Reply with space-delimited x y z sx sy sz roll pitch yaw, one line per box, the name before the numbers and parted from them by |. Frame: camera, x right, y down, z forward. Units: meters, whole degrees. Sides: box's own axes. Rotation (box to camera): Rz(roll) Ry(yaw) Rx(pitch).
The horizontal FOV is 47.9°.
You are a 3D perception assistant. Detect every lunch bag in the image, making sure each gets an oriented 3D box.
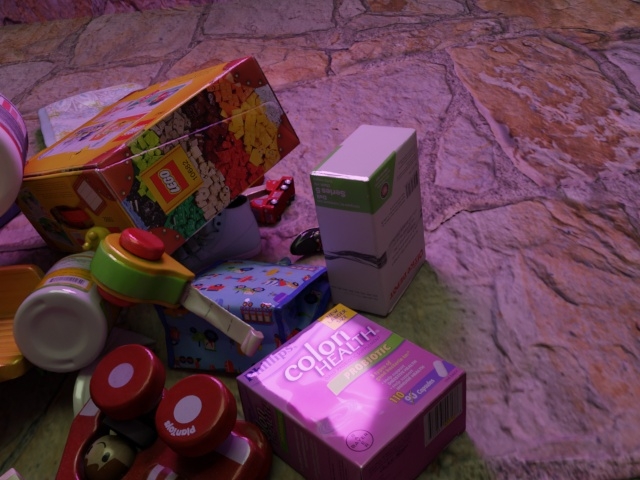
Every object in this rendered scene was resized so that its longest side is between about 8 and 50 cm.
lunch bag | -0.112 0.096 1.255 0.220 0.138 0.293 2 25 19

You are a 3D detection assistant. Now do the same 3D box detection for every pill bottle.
pill bottle | -0.644 -0.170 1.310 0.210 0.210 0.363 -16 25 -13
pill bottle | -0.395 0.101 1.175 0.136 0.136 0.246 -9 17 -2

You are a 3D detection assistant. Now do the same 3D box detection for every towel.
towel | -0.611 -0.329 2.013 0.320 0.090 0.374 -18 35 -15

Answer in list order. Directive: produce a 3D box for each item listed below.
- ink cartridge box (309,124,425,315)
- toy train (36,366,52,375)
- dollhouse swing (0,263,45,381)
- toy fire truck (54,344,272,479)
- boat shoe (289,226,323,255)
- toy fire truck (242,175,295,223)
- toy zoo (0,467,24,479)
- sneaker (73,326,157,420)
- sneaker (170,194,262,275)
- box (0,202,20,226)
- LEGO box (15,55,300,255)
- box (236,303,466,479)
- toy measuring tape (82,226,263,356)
ink cartridge box | 0.093 -0.038 1.269 0.114 0.273 0.198 10 37 28
toy train | -0.439 0.208 1.222 0.083 0.024 0.017 -14 34 -10
dollhouse swing | -0.611 0.049 1.149 0.315 0.305 0.347 -6 10 2
toy fire truck | -0.227 0.299 0.941 0.302 0.169 0.254 15 58 31
boat shoe | 0.000 -0.002 1.434 0.133 0.049 0.042 -21 27 -28
toy fire truck | -0.130 -0.108 1.622 0.135 0.047 0.192 5 36 18
toy zoo | -0.385 0.422 0.843 0.192 0.030 0.293 -39 43 -20
sneaker | -0.323 0.215 1.152 0.094 0.080 0.212 8 33 2
sneaker | -0.245 -0.010 1.402 0.255 0.151 0.094 -22 37 -19
box | -0.851 -0.123 1.541 0.178 0.313 0.343 5 36 19
LEGO box | -0.345 -0.153 1.412 0.500 0.193 0.372 3 40 51
box | 0.045 0.229 1.014 0.213 0.117 0.243 -32 40 -33
toy measuring tape | -0.239 0.074 1.071 0.330 0.121 0.121 33 47 19
